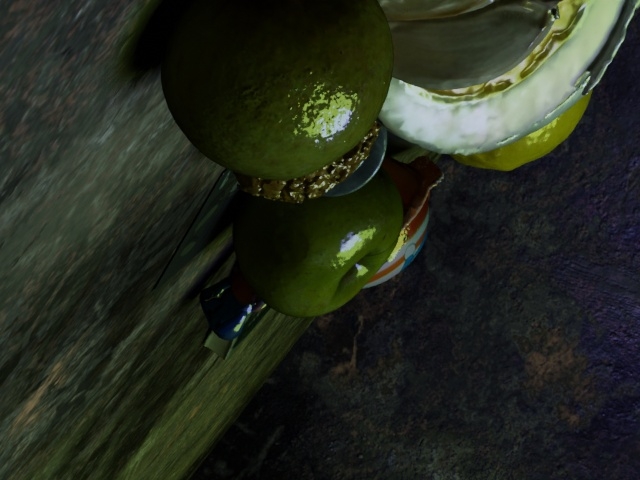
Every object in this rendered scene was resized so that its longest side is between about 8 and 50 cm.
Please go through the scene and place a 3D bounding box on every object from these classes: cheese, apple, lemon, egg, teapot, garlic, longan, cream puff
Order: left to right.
[{"bbox_3d":[-0.025,-0.121,1.067,0.155,0.145,0.176,-58,172,-52],"label":"longan"},{"bbox_3d":[-0.009,-0.101,1.425,0.165,0.115,0.150,-52,178,-2],"label":"cream puff"},{"bbox_3d":[-0.005,-0.017,1.765,0.196,0.157,0.196,-44,169,-11],"label":"apple"},{"bbox_3d":[0.000,0.000,1.940,0.329,0.129,0.217,-35,-155,-2],"label":"cheese"},{"bbox_3d":[0.004,-0.123,1.615,0.111,0.149,0.108,-14,-167,1],"label":"teapot"},{"bbox_3d":[0.085,-0.219,1.157,0.143,0.178,0.229,-89,168,-45],"label":"garlic"},{"bbox_3d":[0.111,-0.218,1.377,0.286,0.174,0.264,-15,125,-30],"label":"egg"},{"bbox_3d":[0.241,-0.217,2.124,0.288,0.233,0.233,-58,178,-31],"label":"lemon"}]

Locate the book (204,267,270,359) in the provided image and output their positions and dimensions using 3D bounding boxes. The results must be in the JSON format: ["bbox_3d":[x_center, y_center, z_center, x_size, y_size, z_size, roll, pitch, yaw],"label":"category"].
[{"bbox_3d":[-0.043,0.006,2.223,0.260,0.043,0.371,-49,174,-24],"label":"book"}]

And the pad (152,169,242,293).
[{"bbox_3d":[-0.105,-0.032,1.678,0.127,0.004,0.190,-45,172,-50],"label":"pad"}]

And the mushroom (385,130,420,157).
[{"bbox_3d":[0.110,-0.178,1.983,0.188,0.117,0.141,-59,-177,25],"label":"mushroom"}]
